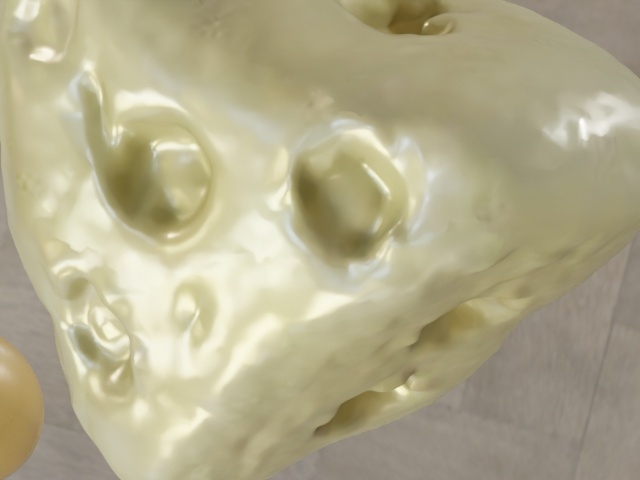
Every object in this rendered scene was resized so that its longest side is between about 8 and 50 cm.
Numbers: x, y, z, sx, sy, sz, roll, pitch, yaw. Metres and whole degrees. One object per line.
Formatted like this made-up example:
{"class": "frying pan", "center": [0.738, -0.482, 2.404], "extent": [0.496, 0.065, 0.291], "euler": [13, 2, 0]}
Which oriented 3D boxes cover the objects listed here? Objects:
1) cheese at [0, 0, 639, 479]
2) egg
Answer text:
{"class": "cheese", "center": [-0.001, 0.001, 0.696], "extent": [0.251, 0.173, 0.248], "euler": [23, 122, 30]}
{"class": "egg", "center": [-0.180, 0.077, 0.898], "extent": [0.080, 0.096, 0.080], "euler": [-8, 48, 9]}
